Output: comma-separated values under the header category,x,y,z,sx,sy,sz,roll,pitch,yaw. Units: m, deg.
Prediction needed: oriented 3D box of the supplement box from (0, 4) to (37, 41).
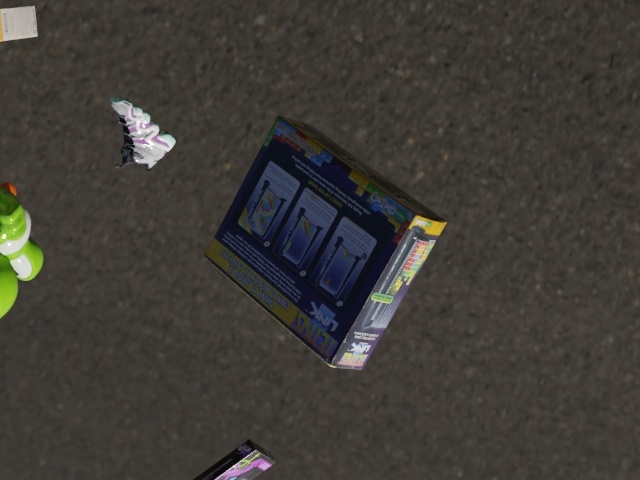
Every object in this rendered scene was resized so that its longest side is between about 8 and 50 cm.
category,x,y,z,sx,sy,sz,roll,pitch,yaw
supplement box,-0.353,-0.233,1.381,0.062,0.098,0.036,-1,102,10

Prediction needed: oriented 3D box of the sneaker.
category,x,y,z,sx,sy,sz,roll,pitch,yaw
sneaker,-0.216,-0.114,1.458,0.098,0.069,0.038,41,171,-35

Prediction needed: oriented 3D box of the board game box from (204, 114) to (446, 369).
category,x,y,z,sx,sy,sz,roll,pitch,yaw
board game box,0.000,0.000,1.046,0.170,0.048,0.141,39,108,35

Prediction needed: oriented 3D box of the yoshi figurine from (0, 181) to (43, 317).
category,x,y,z,sx,sy,sz,roll,pitch,yaw
yoshi figurine,-0.459,-0.017,1.580,0.203,0.203,0.362,40,168,35

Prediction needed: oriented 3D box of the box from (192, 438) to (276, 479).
category,x,y,z,sx,sy,sz,roll,pitch,yaw
box,-0.168,0.425,2.309,0.162,0.029,0.116,-35,154,2
